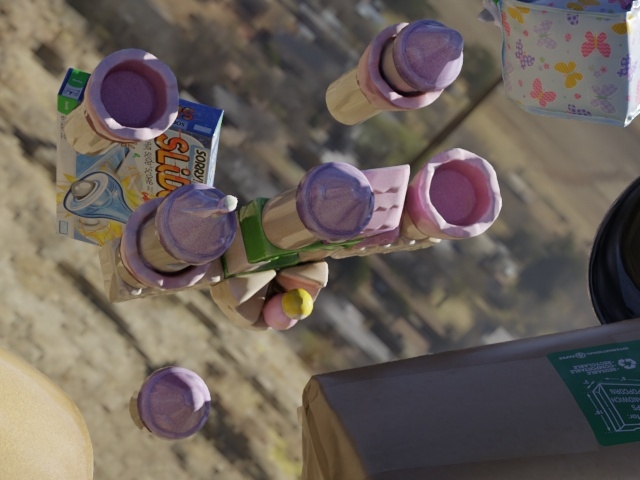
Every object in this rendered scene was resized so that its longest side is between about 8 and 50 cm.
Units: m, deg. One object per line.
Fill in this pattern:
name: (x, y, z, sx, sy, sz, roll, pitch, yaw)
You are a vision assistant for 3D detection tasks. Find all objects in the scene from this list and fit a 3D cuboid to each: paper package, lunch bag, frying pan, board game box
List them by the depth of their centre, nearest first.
lunch bag: (0.142, -0.108, 0.976, 0.083, 0.071, 0.053, 9, 30, 28)
paper package: (0.153, 0.216, 1.103, 0.325, 0.309, 0.168, -7, 35, -13)
frying pan: (0.337, 0.041, 1.279, 0.326, 0.197, 0.053, 33, 21, -23)
board game box: (-0.161, -0.057, 1.509, 0.136, 0.201, 0.035, 15, 54, 3)

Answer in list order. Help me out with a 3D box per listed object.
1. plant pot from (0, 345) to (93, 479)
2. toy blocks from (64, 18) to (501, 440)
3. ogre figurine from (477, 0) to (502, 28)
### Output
plant pot: (-0.340, 0.158, 1.452, 0.237, 0.237, 0.254, 55, -7, 29)
toy blocks: (0.000, 0.000, 1.225, 0.288, 0.260, 0.309, -9, 85, -24)
ogre figurine: (0.192, -0.215, 1.298, 0.118, 0.197, 0.097, 8, -13, 25)
